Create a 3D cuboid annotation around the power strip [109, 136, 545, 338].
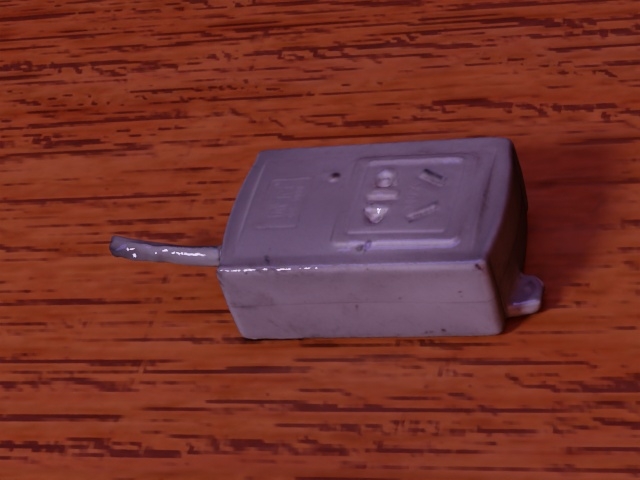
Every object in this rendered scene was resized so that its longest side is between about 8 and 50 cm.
[{"bbox_3d":[0.000,0.000,0.726,0.175,0.042,0.075,-3,43,18],"label":"power strip"}]
